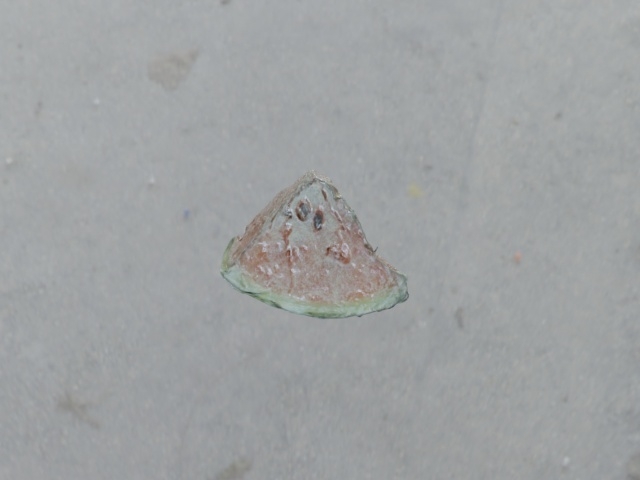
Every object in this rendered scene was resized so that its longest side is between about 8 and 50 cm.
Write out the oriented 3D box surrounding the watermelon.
[{"bbox_3d":[0.000,0.000,1.226,0.187,0.071,0.139,8,102,4],"label":"watermelon"}]
